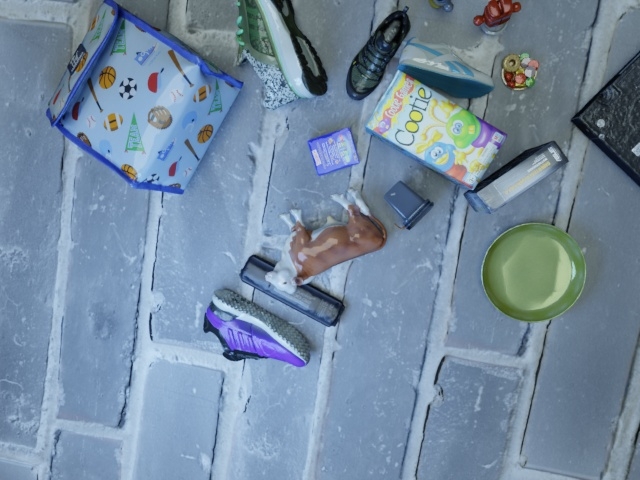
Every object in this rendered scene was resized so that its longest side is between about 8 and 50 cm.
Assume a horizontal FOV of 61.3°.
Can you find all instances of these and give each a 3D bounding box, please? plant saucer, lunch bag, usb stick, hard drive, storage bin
[{"bbox_3d":[0.506,0.075,1.295,0.241,0.037,0.241,1,97,5],"label":"plant saucer"},{"bbox_3d":[-0.440,-0.343,1.254,0.385,0.239,0.328,37,100,17],"label":"lunch bag"},{"bbox_3d":[-0.073,0.127,1.359,0.278,0.045,0.077,28,91,2],"label":"usb stick"},{"bbox_3d":[0.776,-0.244,1.215,0.339,0.064,0.237,43,99,0],"label":"hard drive"},{"bbox_3d":[0.199,-0.082,1.268,0.091,0.135,0.098,46,99,11],"label":"storage bin"}]

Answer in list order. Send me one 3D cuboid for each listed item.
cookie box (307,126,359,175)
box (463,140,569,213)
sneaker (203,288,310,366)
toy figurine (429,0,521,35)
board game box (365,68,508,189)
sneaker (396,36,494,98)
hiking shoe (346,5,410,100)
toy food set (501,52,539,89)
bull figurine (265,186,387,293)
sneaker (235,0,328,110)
[{"bbox_3d":[0.032,-0.215,1.308,0.107,0.040,0.092,-16,95,7],"label":"cookie box"},{"bbox_3d":[0.416,-0.133,1.181,0.183,0.231,0.056,-36,89,8],"label":"box"},{"bbox_3d":[-0.169,0.254,1.364,0.293,0.102,0.146,31,103,6],"label":"sneaker"},{"bbox_3d":[0.360,-0.583,1.184,0.209,0.148,0.213,27,101,8],"label":"toy figurine"},{"bbox_3d":[0.255,-0.246,1.229,0.275,0.144,0.142,31,98,1],"label":"board game box"},{"bbox_3d":[0.294,-0.396,1.236,0.228,0.087,0.092,17,75,-6],"label":"sneaker"},{"bbox_3d":[0.125,-0.430,1.235,0.086,0.114,0.227,31,99,2],"label":"hiking shoe"},{"bbox_3d":[0.463,-0.391,1.252,0.082,0.020,0.083,0,96,6],"label":"toy food set"},{"bbox_3d":[0.000,0.000,1.298,0.310,0.101,0.188,-21,93,-5],"label":"bull figurine"},{"bbox_3d":[-0.150,-0.486,1.255,0.182,0.158,0.410,-25,89,26],"label":"sneaker"}]
